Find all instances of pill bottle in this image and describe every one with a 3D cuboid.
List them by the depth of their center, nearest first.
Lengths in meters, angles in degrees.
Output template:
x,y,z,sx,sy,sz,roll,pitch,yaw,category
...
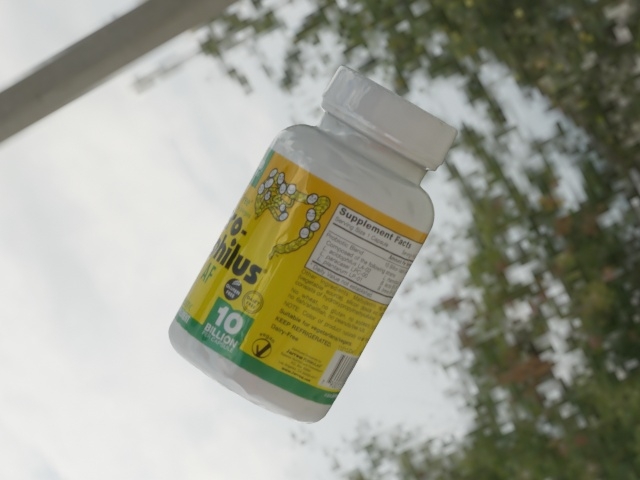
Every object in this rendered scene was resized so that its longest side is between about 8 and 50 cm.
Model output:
x,y,z,sx,sy,sz,roll,pitch,yaw,category
0.000,0.000,1.139,0.117,0.208,0.117,29,-175,-3,pill bottle
